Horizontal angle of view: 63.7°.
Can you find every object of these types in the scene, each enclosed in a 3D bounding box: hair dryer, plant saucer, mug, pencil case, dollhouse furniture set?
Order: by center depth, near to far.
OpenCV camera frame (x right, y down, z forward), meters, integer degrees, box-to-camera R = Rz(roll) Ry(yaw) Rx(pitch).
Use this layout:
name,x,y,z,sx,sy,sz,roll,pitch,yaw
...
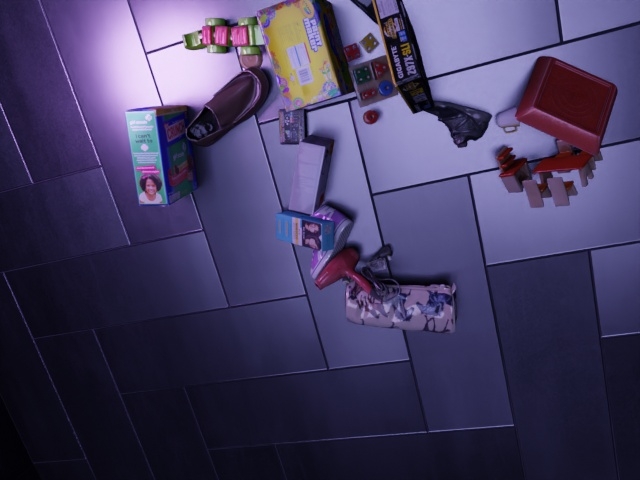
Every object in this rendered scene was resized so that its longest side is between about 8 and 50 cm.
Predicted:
name,x,y,z,sx,sy,sz,roll,pitch,yaw
plant saucer,0.727,-0.407,1.495,0.259,0.047,0.259,26,70,4
dollhouse furniture set,0.674,-0.225,1.552,0.259,0.262,0.135,0,125,51
mug,0.590,-0.375,1.618,0.064,0.062,0.078,-10,99,24
plant saucer,-0.239,-0.617,1.748,0.084,0.015,0.083,4,109,12
hair dryer,0.120,0.116,1.794,0.294,0.223,0.080,-10,136,10
pencil case,0.276,0.223,1.835,0.411,0.160,0.183,4,97,11

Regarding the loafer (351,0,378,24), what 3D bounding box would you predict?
name,x,y,z,sx,sy,sz,roll,pitch,yaw
loafer,0.165,-0.722,1.587,0.223,0.078,0.076,36,112,-1

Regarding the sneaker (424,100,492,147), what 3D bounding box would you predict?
name,x,y,z,sx,sy,sz,roll,pitch,yaw
sneaker,0.416,-0.372,1.642,0.228,0.087,0.130,17,105,1

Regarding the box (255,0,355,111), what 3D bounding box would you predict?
name,x,y,z,sx,sy,sz,roll,pitch,yaw
box,-0.033,-0.567,1.577,0.177,0.279,0.289,-13,105,16

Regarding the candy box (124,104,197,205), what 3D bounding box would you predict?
name,x,y,z,sx,sy,sz,roll,pitch,yaw
candy box,-0.543,-0.303,1.787,0.122,0.268,0.316,-2,108,9

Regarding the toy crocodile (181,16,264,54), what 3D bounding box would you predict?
name,x,y,z,sx,sy,sz,roll,pitch,yaw
toy crocodile,-0.296,-0.665,1.681,0.341,0.105,0.115,10,111,23

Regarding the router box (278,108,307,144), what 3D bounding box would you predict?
name,x,y,z,sx,sy,sz,roll,pitch,yaw
router box,-0.095,-0.392,1.778,0.092,0.038,0.122,3,108,11

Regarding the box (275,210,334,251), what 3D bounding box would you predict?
name,x,y,z,sx,sy,sz,roll,pitch,yaw
box,-0.057,-0.035,1.808,0.244,0.060,0.100,15,111,45

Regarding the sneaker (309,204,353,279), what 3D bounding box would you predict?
name,x,y,z,sx,sy,sz,roll,pitch,yaw
sneaker,0.001,0.000,1.871,0.161,0.102,0.282,37,119,20

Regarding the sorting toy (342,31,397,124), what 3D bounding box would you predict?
name,x,y,z,sx,sy,sz,roll,pitch,yaw
sorting toy,0.170,-0.519,1.647,0.133,0.046,0.274,-20,103,-5

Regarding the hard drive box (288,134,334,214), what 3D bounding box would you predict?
name,x,y,z,sx,sy,sz,roll,pitch,yaw
hard drive box,-0.029,-0.226,1.743,0.089,0.181,0.232,14,111,7

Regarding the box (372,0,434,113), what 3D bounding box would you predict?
name,x,y,z,sx,sy,sz,roll,pitch,yaw
box,0.243,-0.526,1.471,0.080,0.322,0.256,-17,85,18

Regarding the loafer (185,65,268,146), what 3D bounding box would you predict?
name,x,y,z,sx,sy,sz,roll,pitch,yaw
loafer,-0.324,-0.442,1.764,0.366,0.130,0.134,-41,96,21
